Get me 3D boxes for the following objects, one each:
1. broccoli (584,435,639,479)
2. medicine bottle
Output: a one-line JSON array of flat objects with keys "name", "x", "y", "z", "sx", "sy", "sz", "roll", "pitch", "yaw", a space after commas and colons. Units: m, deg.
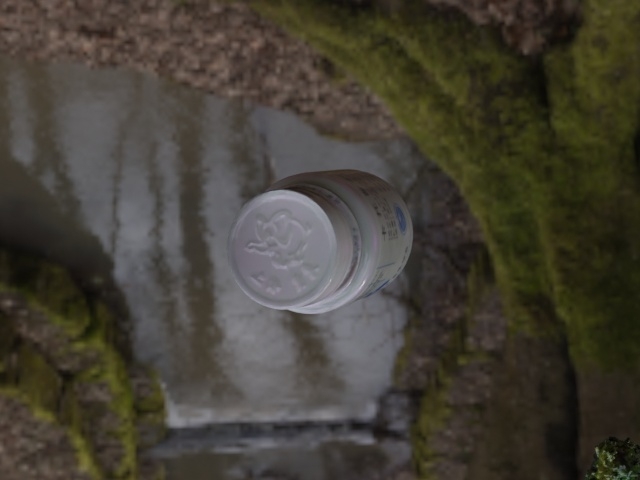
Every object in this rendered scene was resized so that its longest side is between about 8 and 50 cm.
[{"name": "broccoli", "x": 0.393, "y": 0.320, "z": 1.594, "sx": 0.194, "sy": 0.220, "sz": 0.194, "roll": -35, "pitch": 176, "yaw": -3}, {"name": "medicine bottle", "x": 0.000, "y": 0.000, "z": 1.678, "sx": 0.170, "sy": 0.170, "sz": 0.293, "roll": -11, "pitch": 180, "yaw": 19}]
